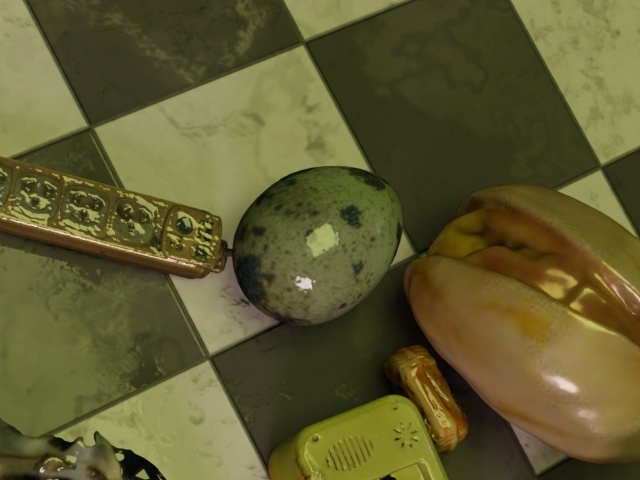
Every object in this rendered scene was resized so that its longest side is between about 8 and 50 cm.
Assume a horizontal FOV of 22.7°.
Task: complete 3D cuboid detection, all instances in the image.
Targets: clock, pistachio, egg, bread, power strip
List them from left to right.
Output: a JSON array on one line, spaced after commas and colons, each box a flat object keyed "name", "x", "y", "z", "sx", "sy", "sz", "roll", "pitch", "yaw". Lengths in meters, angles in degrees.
[{"name": "power strip", "x": -0.215, "y": -0.023, "z": 1.488, "sx": 0.305, "sy": 0.044, "sz": 0.064, "roll": 15, "pitch": 68, "yaw": -16}, {"name": "egg", "x": 0.000, "y": 0.000, "z": 1.508, "sx": 0.181, "sy": 0.141, "sz": 0.141, "roll": -36, "pitch": 88, "yaw": -24}, {"name": "clock", "x": 0.051, "y": 0.257, "z": 1.470, "sx": 0.143, "sy": 0.096, "sz": 0.202, "roll": -18, "pitch": 79, "yaw": -22}, {"name": "bread", "x": 0.099, "y": 0.153, "z": 1.527, "sx": 0.044, "sy": 0.083, "sz": 0.111, "roll": -24, "pitch": 80, "yaw": -17}, {"name": "pistachio", "x": 0.230, "y": 0.085, "z": 1.528, "sx": 0.309, "sy": 0.230, "sz": 0.230, "roll": 35, "pitch": 63, "yaw": 12}]

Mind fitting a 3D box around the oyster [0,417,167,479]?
[{"name": "oyster", "x": -0.221, "y": 0.282, "z": 1.356, "sx": 0.351, "sy": 0.115, "sz": 0.238, "roll": 21, "pitch": 58, "yaw": -18}]
